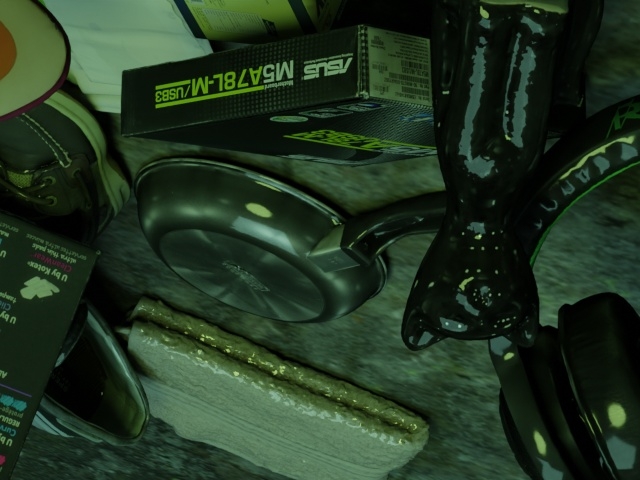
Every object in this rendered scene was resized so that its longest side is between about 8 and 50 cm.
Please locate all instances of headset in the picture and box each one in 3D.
[{"bbox_3d":[0.218,0.091,1.089,0.243,0.185,0.394,2,115,5],"label":"headset"}]

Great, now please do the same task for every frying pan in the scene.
[{"bbox_3d":[0.008,0.015,1.322,0.326,0.053,0.197,10,154,28],"label":"frying pan"}]

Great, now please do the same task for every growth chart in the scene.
[{"bbox_3d":[-0.134,-0.139,1.145,0.172,0.021,0.237,13,154,17],"label":"growth chart"}]

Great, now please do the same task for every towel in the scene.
[{"bbox_3d":[-0.056,0.143,1.621,0.282,0.049,0.187,23,156,-5],"label":"towel"}]

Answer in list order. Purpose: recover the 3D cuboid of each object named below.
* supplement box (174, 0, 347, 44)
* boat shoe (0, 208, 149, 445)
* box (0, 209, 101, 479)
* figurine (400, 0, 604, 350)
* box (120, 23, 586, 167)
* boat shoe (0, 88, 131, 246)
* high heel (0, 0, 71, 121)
[{"bbox_3d":[-0.035,-0.150,1.005,0.083,0.056,0.083,9,153,24],"label":"supplement box"},{"bbox_3d":[-0.231,0.055,1.483,0.119,0.121,0.335,11,155,32],"label":"boat shoe"},{"bbox_3d":[-0.275,0.109,1.274,0.143,0.270,0.165,23,169,-14],"label":"box"},{"bbox_3d":[0.151,-0.026,0.927,0.215,0.092,0.209,6,117,0],"label":"figurine"},{"bbox_3d":[0.019,-0.076,1.036,0.184,0.045,0.191,-8,171,43],"label":"box"},{"bbox_3d":[-0.189,-0.046,1.281,0.080,0.073,0.223,13,163,16],"label":"boat shoe"},{"bbox_3d":[-0.320,-0.121,1.051,0.377,0.127,0.181,10,-179,0],"label":"high heel"}]
